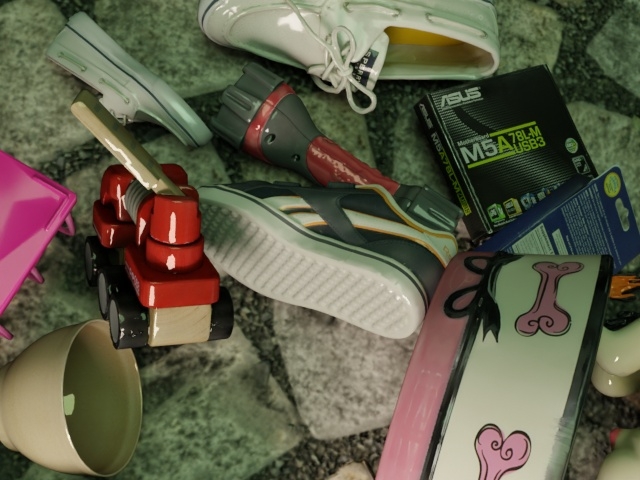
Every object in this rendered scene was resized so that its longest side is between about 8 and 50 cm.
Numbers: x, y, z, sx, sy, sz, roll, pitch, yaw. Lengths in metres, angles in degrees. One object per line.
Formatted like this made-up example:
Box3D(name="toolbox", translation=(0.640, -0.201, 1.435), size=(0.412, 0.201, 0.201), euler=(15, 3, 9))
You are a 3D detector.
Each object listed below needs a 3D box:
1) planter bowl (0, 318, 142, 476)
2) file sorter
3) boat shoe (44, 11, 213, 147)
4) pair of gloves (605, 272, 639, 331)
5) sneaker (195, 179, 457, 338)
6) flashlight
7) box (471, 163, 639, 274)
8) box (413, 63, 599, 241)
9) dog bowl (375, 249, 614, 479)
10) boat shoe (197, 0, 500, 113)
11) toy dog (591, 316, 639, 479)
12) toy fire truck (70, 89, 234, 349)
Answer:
Box3D(name="planter bowl", translation=(-0.271, 0.168, 1.050), size=(0.109, 0.162, 0.162), euler=(-9, 76, 16))
Box3D(name="file sorter", translation=(-0.409, 0.044, 1.035), size=(0.202, 0.182, 0.290), euler=(31, 74, -1))
Box3D(name="boat shoe", translation=(-0.226, -0.170, 1.180), size=(0.226, 0.083, 0.076), euler=(41, 85, 15))
Box3D(name="pair of gloves", translation=(0.374, 0.081, 1.233), size=(0.074, 0.010, 0.083), euler=(-9, 79, -13))
Box3D(name="sneaker", translation=(0.000, 0.000, 1.113), size=(0.321, 0.126, 0.127), euler=(23, 48, 28))
Box3D(name="flashlight", translation=(0.022, -0.087, 1.169), size=(0.304, 0.103, 0.103), euler=(33, 32, 5))
Box3D(name="box", translation=(0.276, 0.018, 1.186), size=(0.225, 0.036, 0.136), euler=(-34, 120, -14))
Box3D(name="box", translation=(0.231, -0.110, 1.223), size=(0.191, 0.045, 0.184), euler=(-17, 81, -26))
Box3D(name="dog bowl", translation=(0.159, 0.191, 0.990), size=(0.150, 0.408, 0.408), euler=(15, 74, 12))
Box3D(name="boat shoe", translation=(0.041, -0.227, 1.192), size=(0.367, 0.136, 0.156), euler=(1, 57, -15))
Box3D(name="toy dog", translation=(0.463, 0.190, 1.077), size=(0.395, 0.284, 0.408), euler=(36, 78, 10))
Box3D(name="toy fire truck", translation=(-0.183, -0.037, 1.023), size=(0.159, 0.217, 0.246), euler=(-3, 115, -22))
